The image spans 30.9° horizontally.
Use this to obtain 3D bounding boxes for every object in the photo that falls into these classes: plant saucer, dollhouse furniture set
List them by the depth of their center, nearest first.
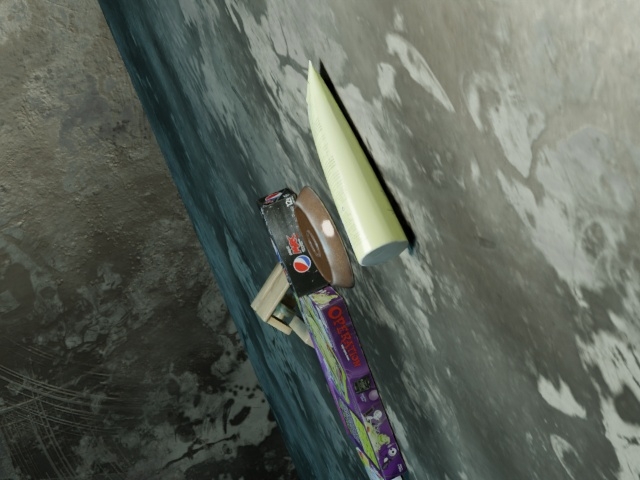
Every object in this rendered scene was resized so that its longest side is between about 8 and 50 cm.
[{"bbox_3d":[0.000,0.000,1.735,0.168,0.029,0.168,61,168,23],"label":"plant saucer"},{"bbox_3d":[-0.028,0.111,2.126,0.151,0.123,0.144,32,-178,-21],"label":"dollhouse furniture set"}]

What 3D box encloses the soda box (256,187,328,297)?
[{"bbox_3d":[-0.046,0.004,1.877,0.053,0.060,0.169,-134,22,-69],"label":"soda box"}]

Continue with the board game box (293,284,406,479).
[{"bbox_3d":[0.042,0.223,1.985,0.208,0.056,0.347,33,146,64],"label":"board game box"}]

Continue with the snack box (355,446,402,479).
[{"bbox_3d":[0.114,0.425,2.099,0.100,0.037,0.141,65,170,-6],"label":"snack box"}]

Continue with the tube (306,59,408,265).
[{"bbox_3d":[0.029,-0.088,1.334,0.070,0.062,0.240,-39,64,34],"label":"tube"}]
